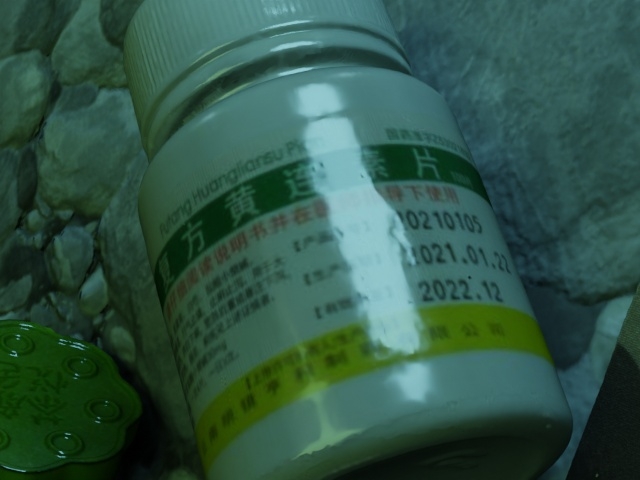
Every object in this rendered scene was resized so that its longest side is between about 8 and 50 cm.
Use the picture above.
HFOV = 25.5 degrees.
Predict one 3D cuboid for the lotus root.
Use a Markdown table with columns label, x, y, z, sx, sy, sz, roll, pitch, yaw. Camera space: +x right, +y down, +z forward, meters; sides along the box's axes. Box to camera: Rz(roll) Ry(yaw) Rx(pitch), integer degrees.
| label | x | y | z | sx | sy | sz | roll | pitch | yaw |
| --- | --- | --- | --- | --- | --- | --- | --- | --- | --- |
| lotus root | -0.240 | 0.174 | 1.061 | 0.186 | 0.186 | 0.186 | -11 | 72 | 37 |

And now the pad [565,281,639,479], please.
| label | x | y | z | sx | sy | sz | roll | pitch | yaw |
| --- | --- | --- | --- | --- | --- | --- | --- | --- | --- |
| pad | 0.274 | 0.148 | 0.728 | 0.330 | 0.004 | 0.220 | 22 | 94 | 41 |

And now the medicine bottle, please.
| label | x | y | z | sx | sy | sz | roll | pitch | yaw |
| --- | --- | --- | --- | --- | --- | --- | --- | --- | --- |
| medicine bottle | 0.000 | 0.000 | 0.860 | 0.208 | 0.208 | 0.339 | -34 | 60 | 29 |
